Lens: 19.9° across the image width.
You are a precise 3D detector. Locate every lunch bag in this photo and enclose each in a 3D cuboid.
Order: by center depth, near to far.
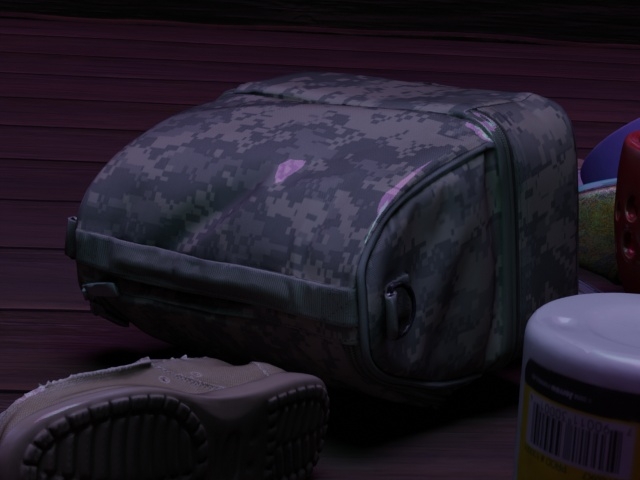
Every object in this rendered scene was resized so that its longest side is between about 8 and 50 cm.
[{"bbox_3d":[0.000,0.000,1.323,0.305,0.212,0.256,12,18,39],"label":"lunch bag"}]

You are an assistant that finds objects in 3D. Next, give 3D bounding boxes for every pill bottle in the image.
[{"bbox_3d":[0.141,0.137,0.812,0.119,0.208,0.119,3,14,-1],"label":"pill bottle"}]

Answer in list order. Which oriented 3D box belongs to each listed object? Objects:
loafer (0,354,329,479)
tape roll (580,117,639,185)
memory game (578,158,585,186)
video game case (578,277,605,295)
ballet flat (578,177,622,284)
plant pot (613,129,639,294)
[{"bbox_3d":[-0.103,0.120,1.066,0.092,0.102,0.268,12,7,35],"label":"loafer"},{"bbox_3d":[0.346,-0.057,1.714,0.189,0.080,0.189,-15,-22,-6],"label":"tape roll"},{"bbox_3d":[0.275,-0.052,1.878,0.186,0.012,0.186,-1,21,0],"label":"memory game"},{"bbox_3d":[0.131,0.004,1.508,0.212,0.023,0.193,33,9,30],"label":"video game case"},{"bbox_3d":[0.353,0.006,1.612,0.348,0.123,0.123,-1,15,-31],"label":"ballet flat"},{"bbox_3d":[0.325,0.011,1.446,0.191,0.174,0.191,4,14,-1],"label":"plant pot"}]
